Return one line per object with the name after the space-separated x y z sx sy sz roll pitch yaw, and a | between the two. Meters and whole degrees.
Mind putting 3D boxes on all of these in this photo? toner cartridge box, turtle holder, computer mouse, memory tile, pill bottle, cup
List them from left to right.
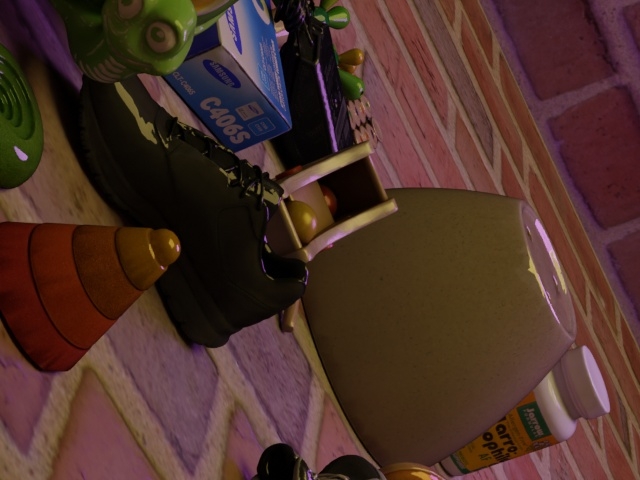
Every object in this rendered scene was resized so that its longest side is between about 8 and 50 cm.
-0.139 -0.283 1.564 0.243 0.227 0.320 51 46 -9 | turtle holder
-0.117 -0.279 2.036 0.165 0.075 0.347 47 27 -51 | toner cartridge box
-0.019 -0.179 2.188 0.188 0.072 0.272 -74 155 -64 | computer mouse
0.047 -0.170 2.572 0.148 0.012 0.113 -43 111 -74 | memory tile
0.147 0.074 2.174 0.331 0.237 0.331 -20 90 -75 | cup
0.239 0.202 2.366 0.117 0.208 0.117 -21 90 -75 | pill bottle

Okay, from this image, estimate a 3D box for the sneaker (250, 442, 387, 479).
-0.004 0.222 1.754 0.132 0.086 0.228 61 18 -18 | sneaker

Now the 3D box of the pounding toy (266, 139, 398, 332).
0.000 0.000 1.921 0.154 0.154 0.269 68 16 -5 | pounding toy

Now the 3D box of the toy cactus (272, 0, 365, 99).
-0.030 -0.258 2.309 0.180 0.112 0.219 -22 94 -56 | toy cactus

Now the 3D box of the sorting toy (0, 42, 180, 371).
-0.195 -0.094 1.435 0.127 0.126 0.365 15 56 -71 | sorting toy

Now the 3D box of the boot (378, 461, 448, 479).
0.127 0.381 1.952 0.211 0.104 0.295 -93 161 -49 | boot

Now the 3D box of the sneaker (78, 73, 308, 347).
-0.106 -0.047 1.671 0.286 0.130 0.109 60 20 -25 | sneaker
